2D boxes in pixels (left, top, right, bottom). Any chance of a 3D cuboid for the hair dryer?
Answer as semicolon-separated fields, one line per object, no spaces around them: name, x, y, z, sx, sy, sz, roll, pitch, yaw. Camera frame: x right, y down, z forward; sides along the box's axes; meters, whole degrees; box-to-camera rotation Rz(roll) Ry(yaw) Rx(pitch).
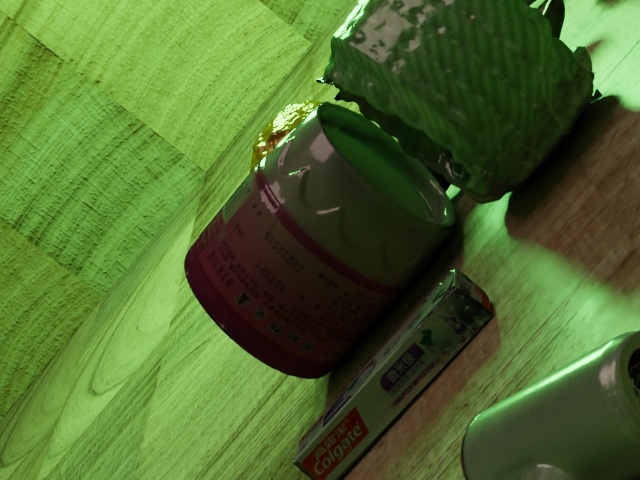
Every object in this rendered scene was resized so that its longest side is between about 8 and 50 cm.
hair dryer;0.111;0.158;0.917;0.131;0.073;0.236;-38;19;48

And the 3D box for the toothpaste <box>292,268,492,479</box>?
toothpaste;0.055;0.108;1.417;0.196;0.040;0.047;-49;6;15

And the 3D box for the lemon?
lemon;-0.011;-0.080;2.083;0.142;0.142;0.187;-42;19;45

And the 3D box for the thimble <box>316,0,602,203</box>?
thimble;0.117;-0.135;1.532;0.150;0.219;0.219;-54;10;0

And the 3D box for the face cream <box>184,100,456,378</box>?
face cream;0.000;0.000;1.646;0.195;0.175;0.175;-49;10;21

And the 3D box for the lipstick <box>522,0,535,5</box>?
lipstick;0.228;-0.279;1.978;0.186;0.057;0.063;-35;19;42

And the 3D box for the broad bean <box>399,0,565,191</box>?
broad bean;0.124;-0.093;1.731;0.339;0.061;0.077;-50;-26;9
